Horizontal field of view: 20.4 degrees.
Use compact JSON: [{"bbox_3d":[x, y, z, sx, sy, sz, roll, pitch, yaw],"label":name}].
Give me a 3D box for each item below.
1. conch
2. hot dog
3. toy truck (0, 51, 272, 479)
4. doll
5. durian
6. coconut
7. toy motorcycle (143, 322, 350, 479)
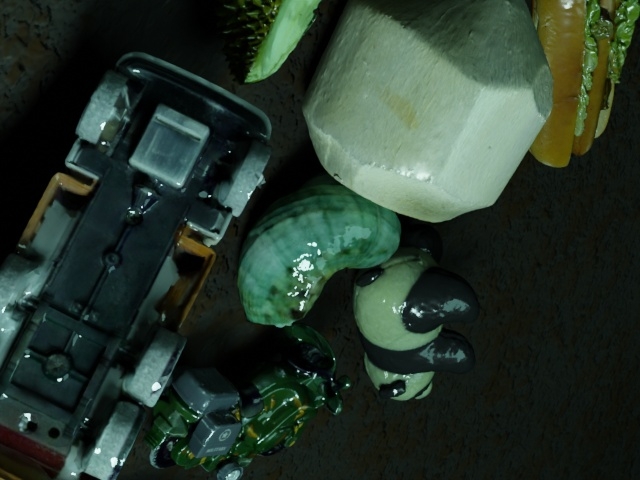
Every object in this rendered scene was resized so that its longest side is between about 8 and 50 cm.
[{"bbox_3d":[-0.003,-0.001,1.906,0.188,0.122,0.176,-33,176,-39],"label":"conch"},{"bbox_3d":[0.316,-0.231,2.157,0.135,0.100,0.337,-35,142,-31],"label":"hot dog"},{"bbox_3d":[-0.193,0.043,1.563,0.387,0.173,0.207,-64,-176,-16],"label":"toy truck"},{"bbox_3d":[0.106,0.094,2.135,0.135,0.143,0.234,-19,138,-12],"label":"doll"},{"bbox_3d":[-0.038,-0.255,1.662,0.095,0.137,0.220,40,88,-24],"label":"durian"},{"bbox_3d":[0.118,-0.160,1.824,0.237,0.237,0.265,15,105,-57],"label":"coconut"},{"bbox_3d":[-0.077,0.178,1.966,0.275,0.125,0.187,0,127,-54],"label":"toy motorcycle"}]
